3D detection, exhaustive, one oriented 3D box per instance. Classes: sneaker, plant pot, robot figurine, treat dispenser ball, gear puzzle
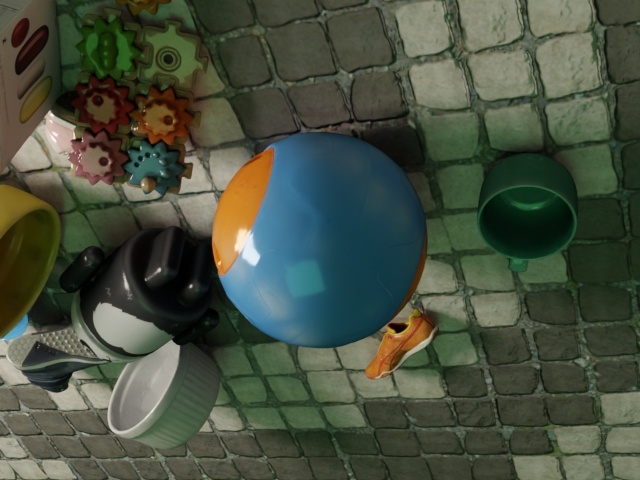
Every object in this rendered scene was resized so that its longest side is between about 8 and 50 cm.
[{"bbox_3d":[-0.454,0.219,1.661,0.226,0.086,0.163,-5,153,-6],"label":"sneaker"},{"bbox_3d":[-0.292,-0.160,1.279,0.188,0.066,0.071,14,133,4],"label":"sneaker"},{"bbox_3d":[-0.582,0.008,1.401,0.239,0.254,0.254,24,134,7],"label":"plant pot"},{"bbox_3d":[-0.285,0.091,1.427,0.278,0.173,0.209,-35,88,37],"label":"robot figurine"},{"bbox_3d":[0.000,0.000,1.185,0.288,0.288,0.288,8,133,9],"label":"treat dispenser ball"},{"bbox_3d":[-0.243,-0.215,1.183,0.175,0.044,0.339,10,117,-5],"label":"gear puzzle"},{"bbox_3d":[0.126,0.171,1.471,0.067,0.064,0.175,44,126,3],"label":"sneaker"},{"bbox_3d":[-0.350,-0.148,1.320,0.134,0.051,0.070,31,134,-7],"label":"sneaker"}]

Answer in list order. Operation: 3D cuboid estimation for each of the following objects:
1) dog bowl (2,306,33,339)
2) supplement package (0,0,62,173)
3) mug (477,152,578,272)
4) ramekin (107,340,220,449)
[{"bbox_3d":[-0.647,0.066,1.581,0.297,0.074,0.166,27,133,-9],"label":"dog bowl"},{"bbox_3d":[-0.455,-0.232,1.169,0.149,0.203,0.194,14,134,3],"label":"supplement package"},{"bbox_3d":[0.272,-0.045,1.197,0.129,0.097,0.158,31,133,-13],"label":"mug"},{"bbox_3d":[-0.272,0.270,1.573,0.207,0.207,0.109,-30,126,35],"label":"ramekin"}]
